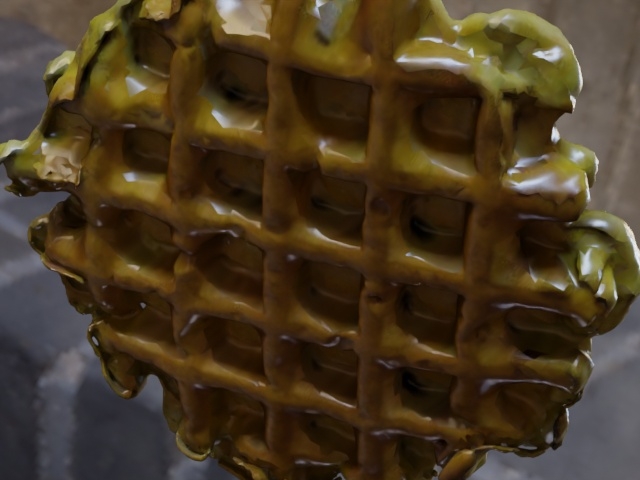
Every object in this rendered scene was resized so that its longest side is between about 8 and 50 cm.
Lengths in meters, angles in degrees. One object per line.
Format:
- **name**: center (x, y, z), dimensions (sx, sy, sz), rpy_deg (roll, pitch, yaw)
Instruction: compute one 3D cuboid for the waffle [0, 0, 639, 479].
- **waffle**: center (0.000, 0.000, 0.932), dimensions (0.302, 0.325, 0.068), rpy_deg (50, 39, -10)
